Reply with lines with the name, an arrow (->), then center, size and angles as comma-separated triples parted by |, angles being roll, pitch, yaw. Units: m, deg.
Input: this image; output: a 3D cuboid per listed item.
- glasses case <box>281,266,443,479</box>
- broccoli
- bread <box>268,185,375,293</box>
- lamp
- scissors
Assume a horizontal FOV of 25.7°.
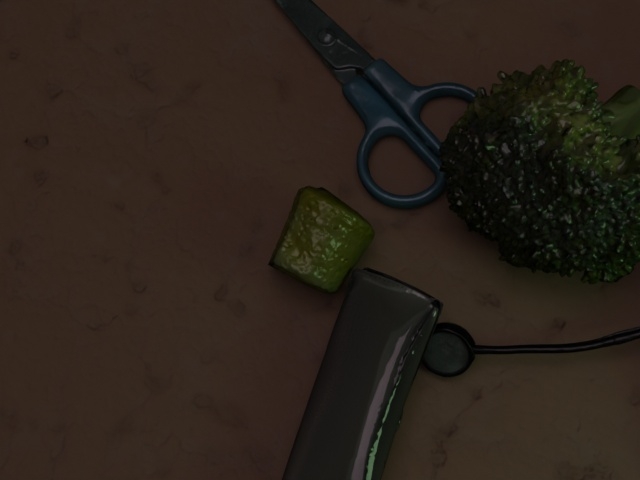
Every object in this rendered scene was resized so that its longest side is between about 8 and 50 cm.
glasses case -> 0.051, 0.191, 1.663 | 0.128, 0.083, 0.308 | 13, 74, 27
broccoli -> 0.279, -0.085, 1.637 | 0.288, 0.235, 0.260 | 45, 103, 13
bread -> 0.000, 0.000, 1.720 | 0.111, 0.129, 0.114 | 30, 86, 0
lamp -> 0.311, 0.110, 1.692 | 0.371, 0.108, 0.130 | -13, 112, 17
scissors -> 0.035, -0.238, 1.838 | 0.192, 0.029, 0.447 | -39, 73, -7
